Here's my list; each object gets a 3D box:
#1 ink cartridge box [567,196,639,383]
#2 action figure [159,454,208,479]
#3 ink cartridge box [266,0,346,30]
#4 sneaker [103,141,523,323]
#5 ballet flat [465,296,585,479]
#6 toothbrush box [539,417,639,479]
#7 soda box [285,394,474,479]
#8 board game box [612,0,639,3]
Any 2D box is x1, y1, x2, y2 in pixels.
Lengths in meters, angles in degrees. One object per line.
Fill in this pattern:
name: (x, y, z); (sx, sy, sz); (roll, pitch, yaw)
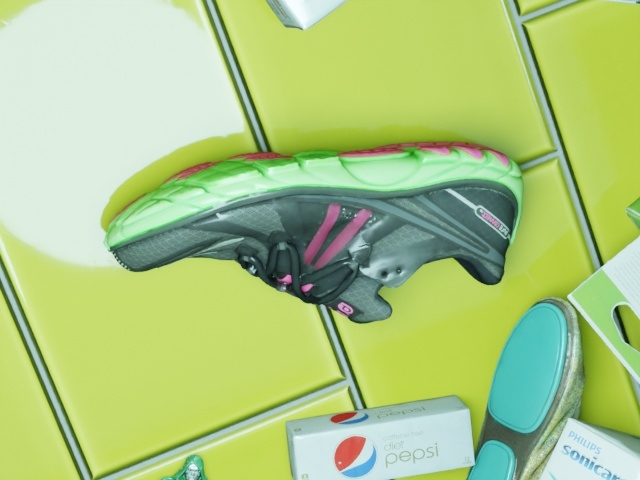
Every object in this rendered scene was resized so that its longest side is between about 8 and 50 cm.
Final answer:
ink cartridge box: (0.434, 0.037, 1.903); (0.255, 0.097, 0.189); (-41, 104, 2)
action figure: (-0.167, 0.366, 1.876); (0.137, 0.063, 0.232); (8, 95, -8)
ink cartridge box: (-0.008, -0.432, 1.724); (0.272, 0.130, 0.309); (-36, 104, -4)
sneaker: (0.000, 0.000, 1.776); (0.482, 0.185, 0.202); (-4, 97, -8)
ballet flat: (0.253, 0.236, 1.905); (0.123, 0.123, 0.349); (16, 97, -12)
toothbrush box: (0.330, 0.379, 1.880); (0.216, 0.126, 0.296); (18, 100, -48)
soda box: (0.070, 0.242, 1.888); (0.216, 0.069, 0.074); (-8, 101, -9)
board game box: (0.387, -0.427, 1.832); (0.193, 0.053, 0.305); (5, 99, -10)
